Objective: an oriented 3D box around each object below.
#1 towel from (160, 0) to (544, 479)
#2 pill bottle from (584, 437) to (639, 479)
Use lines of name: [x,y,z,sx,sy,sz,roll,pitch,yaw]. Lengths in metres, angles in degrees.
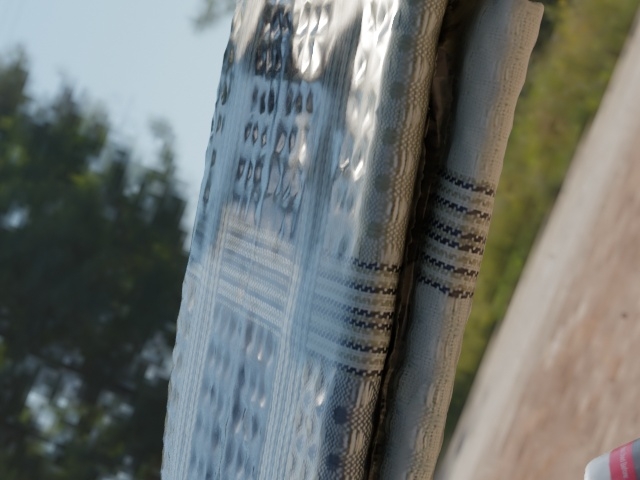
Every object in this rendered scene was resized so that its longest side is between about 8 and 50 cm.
towel: [0.000,0.000,0.817,0.312,0.056,0.324,-157,76,-74]
pill bottle: [0.355,0.168,1.279,0.318,0.176,0.176,-27,9,16]
